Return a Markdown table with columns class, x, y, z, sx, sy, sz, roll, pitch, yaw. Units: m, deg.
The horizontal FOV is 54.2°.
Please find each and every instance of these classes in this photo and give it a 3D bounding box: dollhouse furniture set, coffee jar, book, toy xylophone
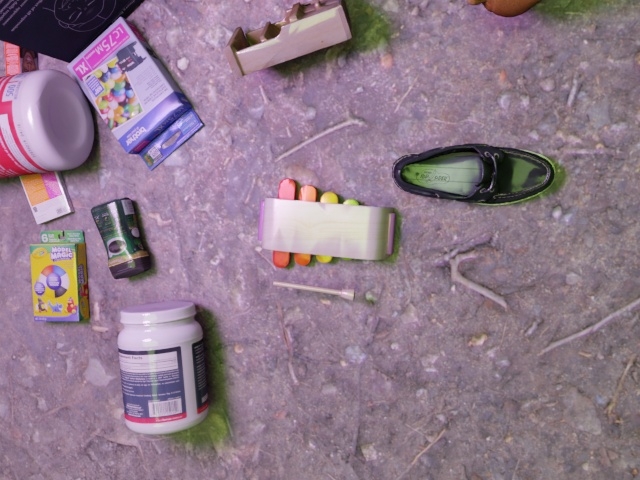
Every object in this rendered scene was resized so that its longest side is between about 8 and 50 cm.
| class | x | y | z | sx | sy | sz | roll | pitch | yaw |
| --- | --- | --- | --- | --- | --- | --- | --- | --- | --- |
| dollhouse furniture set | -0.119 | -0.571 | 1.248 | 0.256 | 0.362 | 0.394 | -16 | 120 | 11 |
| coffee jar | -0.474 | -0.003 | 1.494 | 0.096 | 0.079 | 0.185 | -17 | 90 | 10 |
| book | -0.681 | -0.123 | 1.554 | 0.096 | 0.035 | 0.144 | -18 | 91 | 10 |
| toy xylophone | 0.000 | 0.000 | 1.392 | 0.322 | 0.081 | 0.237 | 14 | 97 | 11 |

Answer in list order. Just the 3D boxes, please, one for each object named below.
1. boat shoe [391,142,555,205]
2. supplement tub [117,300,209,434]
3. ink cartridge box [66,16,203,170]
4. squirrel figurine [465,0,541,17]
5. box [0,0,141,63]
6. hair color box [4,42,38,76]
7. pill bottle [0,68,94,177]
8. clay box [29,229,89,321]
| class | x | y | z | sx | sy | sz | roll | pitch | yaw |
| --- | --- | --- | --- | --- | --- | --- | --- | --- | --- |
| boat shoe | 0.315 | -0.140 | 1.299 | 0.339 | 0.113 | 0.127 | 8 | 95 | 11 |
| supplement tub | -0.360 | 0.286 | 1.434 | 0.191 | 0.191 | 0.273 | -3 | 93 | 12 |
| ink cartridge box | -0.436 | -0.341 | 1.473 | 0.185 | 0.065 | 0.311 | -37 | 88 | 12 |
| squirrel figurine | 0.336 | -0.612 | 1.116 | 0.280 | 0.397 | 0.371 | 0 | 85 | 7 |
| box | -0.585 | -0.576 | 1.313 | 0.293 | 0.395 | 0.212 | -40 | 85 | 12 |
| hair color box | -0.726 | -0.442 | 1.519 | 0.043 | 0.072 | 0.141 | 1 | 95 | 12 |
| pill bottle | -0.766 | -0.257 | 1.460 | 0.407 | 0.229 | 0.229 | -6 | 93 | 13 |
| clay box | -0.648 | 0.087 | 1.551 | 0.127 | 0.053 | 0.222 | -2 | 95 | 12 |
